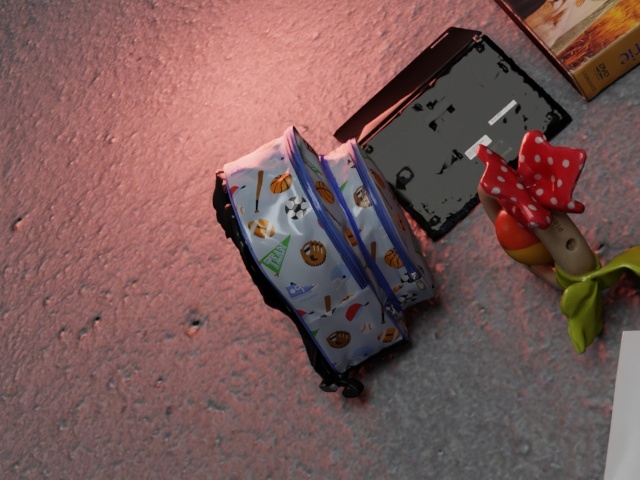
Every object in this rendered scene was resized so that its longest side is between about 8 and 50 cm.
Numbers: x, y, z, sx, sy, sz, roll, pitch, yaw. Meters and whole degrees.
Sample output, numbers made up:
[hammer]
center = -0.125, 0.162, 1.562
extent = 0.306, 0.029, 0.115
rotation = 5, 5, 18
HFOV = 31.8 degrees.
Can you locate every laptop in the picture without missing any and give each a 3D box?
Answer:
[laptop]
center = 0.165, -0.153, 1.508
extent = 0.234, 0.136, 0.264
rotation = -43, 69, 3

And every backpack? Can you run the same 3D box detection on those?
[backpack]
center = 0.000, 0.000, 1.333
extent = 0.213, 0.263, 0.276
rotation = -38, 43, 7

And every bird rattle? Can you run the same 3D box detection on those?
[bird rattle]
center = 0.231, -0.007, 1.198
extent = 0.143, 0.253, 0.207
rotation = -49, 20, -5

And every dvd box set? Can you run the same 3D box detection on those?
[dvd box set]
center = 0.435, -0.401, 1.458
extent = 0.420, 0.062, 0.307
rotation = -36, 45, 10

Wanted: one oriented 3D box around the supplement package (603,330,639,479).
[supplement package]
center = 0.350, 0.204, 0.963
extent = 0.149, 0.203, 0.194
rotation = -5, 56, 34
